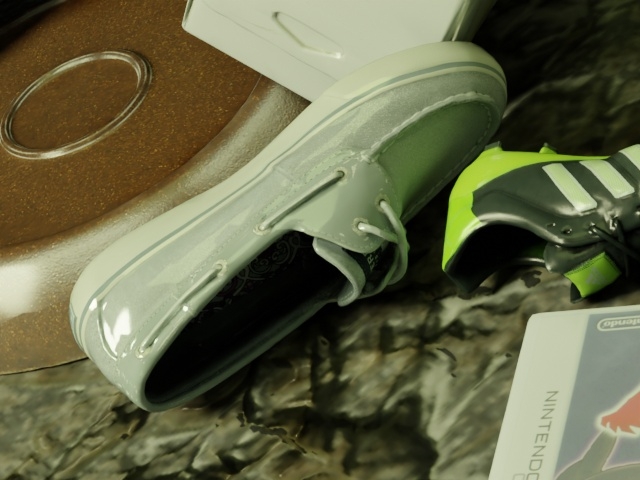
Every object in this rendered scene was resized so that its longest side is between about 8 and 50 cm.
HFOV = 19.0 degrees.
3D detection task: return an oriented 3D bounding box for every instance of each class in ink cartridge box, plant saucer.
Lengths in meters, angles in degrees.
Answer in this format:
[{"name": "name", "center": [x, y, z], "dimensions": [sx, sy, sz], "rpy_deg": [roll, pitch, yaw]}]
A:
[{"name": "ink cartridge box", "center": [0.036, -0.163, 0.931], "dimensions": [0.128, 0.127, 0.176], "rpy_deg": [29, 54, 4]}, {"name": "plant saucer", "center": [-0.121, -0.057, 1.004], "dimensions": [0.311, 0.050, 0.310], "rpy_deg": [-16, 38, 13]}]

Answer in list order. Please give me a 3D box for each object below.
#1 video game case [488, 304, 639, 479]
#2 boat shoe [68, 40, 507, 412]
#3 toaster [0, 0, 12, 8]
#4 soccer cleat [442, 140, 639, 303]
[{"name": "video game case", "center": [0.154, 0.087, 0.678], "dimensions": [0.201, 0.023, 0.183], "rpy_deg": [-6, 41, 25]}, {"name": "boat shoe", "center": [-0.001, 0.000, 0.846], "dimensions": [0.227, 0.079, 0.081], "rpy_deg": [-34, 49, -6]}, {"name": "toaster", "center": [-0.243, -0.157, 1.106], "dimensions": [0.186, 0.110, 0.168], "rpy_deg": [-40, 13, -21]}, {"name": "soccer cleat", "center": [0.132, -0.011, 0.791], "dimensions": [0.179, 0.060, 0.072], "rpy_deg": [-8, 49, 33]}]
